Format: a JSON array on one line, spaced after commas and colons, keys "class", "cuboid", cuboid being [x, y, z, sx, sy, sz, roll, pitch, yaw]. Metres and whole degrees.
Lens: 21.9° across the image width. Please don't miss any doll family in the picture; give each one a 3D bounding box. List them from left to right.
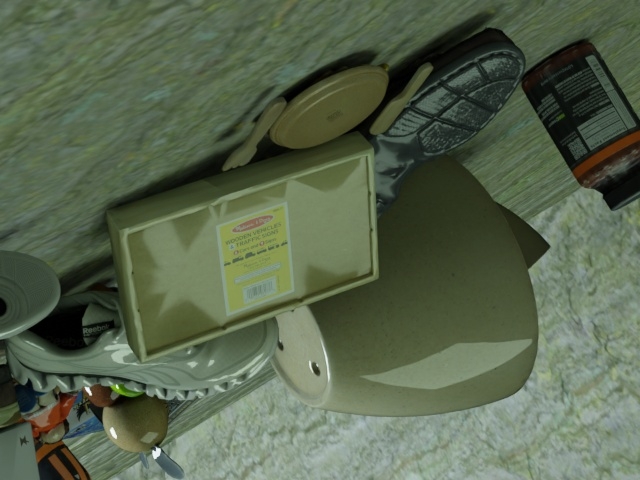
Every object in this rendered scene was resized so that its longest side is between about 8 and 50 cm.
[{"class": "doll family", "cuboid": [-0.264, 0.121, 1.878, 0.263, 0.118, 0.163, -35, 158, -13]}]

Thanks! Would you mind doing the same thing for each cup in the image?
[{"class": "cup", "cuboid": [0.062, 0.077, 1.968, 0.237, 0.331, 0.331, -21, 169, -26]}]

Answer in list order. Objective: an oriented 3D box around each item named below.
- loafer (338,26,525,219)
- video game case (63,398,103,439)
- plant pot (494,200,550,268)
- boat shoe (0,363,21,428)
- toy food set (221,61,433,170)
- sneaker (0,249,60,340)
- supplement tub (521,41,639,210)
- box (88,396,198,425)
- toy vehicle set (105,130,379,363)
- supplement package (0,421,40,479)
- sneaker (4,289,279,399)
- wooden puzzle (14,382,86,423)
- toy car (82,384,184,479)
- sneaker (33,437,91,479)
[{"class": "loafer", "cuboid": [0.076, -0.120, 1.683, 0.109, 0.095, 0.302, 20, 126, -42]}, {"class": "video game case", "cuboid": [-0.274, 0.217, 2.553, 0.244, 0.061, 0.269, -33, 171, 12]}, {"class": "plant pot", "cuboid": [0.155, 0.024, 2.335, 0.284, 0.191, 0.284, -39, 178, -1]}, {"class": "boat shoe", "cuboid": [-0.425, 0.172, 1.715, 0.224, 0.073, 0.080, -7, 180, -18]}, {"class": "toy food set", "cuboid": [0.002, -0.127, 1.526, 0.192, 0.038, 0.132, -16, 159, -35]}, {"class": "sneaker", "cuboid": [-0.337, 0.072, 1.424, 0.217, 0.079, 0.121, -17, 171, -23]}, {"class": "supplement tub", "cuboid": [0.336, -0.136, 2.028, 0.106, 0.197, 0.106, -29, 173, -4]}, {"class": "box", "cuboid": [-0.194, 0.180, 2.305, 0.231, 0.056, 0.183, -42, 165, 3]}, {"class": "toy vehicle set", "cuboid": [-0.069, 0.006, 1.612, 0.267, 0.035, 0.166, -19, 130, -20]}, {"class": "supplement package", "cuboid": [-0.451, 0.314, 1.747, 0.263, 0.199, 0.198, -8, -178, 26]}, {"class": "sneaker", "cuboid": [-0.189, 0.101, 1.730, 0.292, 0.110, 0.118, -3, 155, -1]}, {"class": "wooden puzzle", "cuboid": [-0.355, 0.200, 2.221, 0.221, 0.044, 0.239, -35, 171, 29]}, {"class": "toy car", "cuboid": [-0.216, 0.206, 2.064, 0.149, 0.188, 0.155, -25, -162, -30]}, {"class": "sneaker", "cuboid": [-0.445, 0.367, 2.292, 0.321, 0.180, 0.125, -40, 167, 23]}]
